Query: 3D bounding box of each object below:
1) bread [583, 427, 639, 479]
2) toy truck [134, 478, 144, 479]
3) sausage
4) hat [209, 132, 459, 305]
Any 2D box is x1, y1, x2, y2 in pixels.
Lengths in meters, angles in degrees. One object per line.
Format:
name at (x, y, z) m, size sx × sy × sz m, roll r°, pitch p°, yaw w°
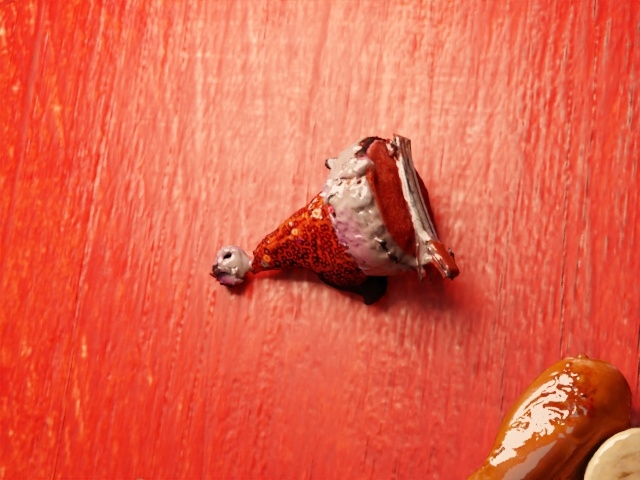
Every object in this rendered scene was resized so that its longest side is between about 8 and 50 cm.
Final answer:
bread at (0.289, 0.299, 1.066) m, size 0.316 × 0.054 × 0.316 m, roll -2°, pitch 81°, yaw 10°
toy truck at (-0.192, 0.310, 1.186) m, size 0.253 × 0.114 × 0.124 m, roll -33°, pitch 56°, yaw 5°
sausage at (0.181, 0.169, 1.126) m, size 0.089 × 0.089 × 0.179 m, roll 40°, pitch 86°, yaw 22°
hat at (0.002, 0.002, 1.228) m, size 0.227 × 0.129 × 0.140 m, roll -23°, pitch 92°, yaw 27°
